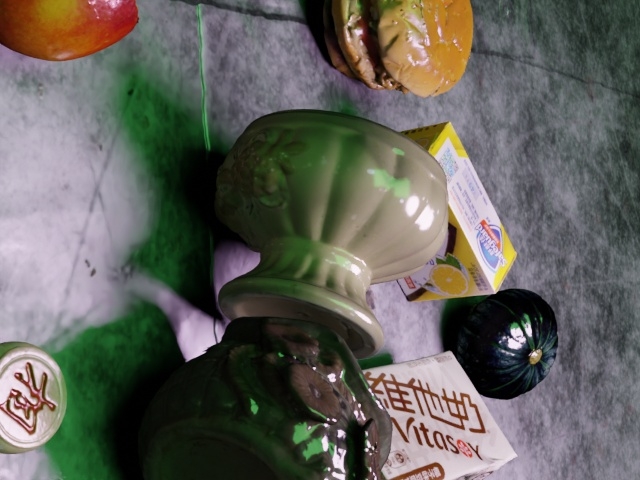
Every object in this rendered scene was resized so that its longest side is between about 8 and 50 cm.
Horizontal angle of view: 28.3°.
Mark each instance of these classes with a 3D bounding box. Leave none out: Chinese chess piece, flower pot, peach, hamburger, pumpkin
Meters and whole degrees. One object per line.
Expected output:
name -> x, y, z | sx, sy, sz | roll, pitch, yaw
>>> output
Chinese chess piece -> -0.331, 0.169, 1.371 | 0.122, 0.051, 0.122 | 12, 75, -50
flower pot -> -0.055, 0.237, 1.504 | 0.213, 0.302, 0.301 | -47, 120, -54
flower pot -> 0.000, 0.000, 1.614 | 0.307, 0.308, 0.244 | 38, 58, -42
peach -> -0.291, -0.301, 1.386 | 0.226, 0.190, 0.196 | 23, 58, -40
hamburger -> 0.124, -0.340, 1.903 | 0.244, 0.163, 0.244 | -26, 122, -51
pumpkin -> 0.307, 0.171, 2.088 | 0.194, 0.150, 0.194 | 5, 82, -40

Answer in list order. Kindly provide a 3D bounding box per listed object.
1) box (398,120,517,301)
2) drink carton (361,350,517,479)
box -> 0.166, -0.038, 1.934 | 0.265, 0.168, 0.097 | 61, 41, -27
drink carton -> 0.112, 0.281, 1.786 | 0.325, 0.132, 0.194 | -4, 57, -52
